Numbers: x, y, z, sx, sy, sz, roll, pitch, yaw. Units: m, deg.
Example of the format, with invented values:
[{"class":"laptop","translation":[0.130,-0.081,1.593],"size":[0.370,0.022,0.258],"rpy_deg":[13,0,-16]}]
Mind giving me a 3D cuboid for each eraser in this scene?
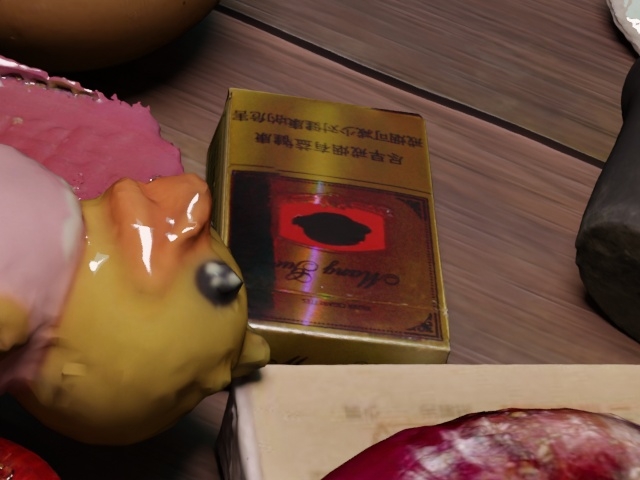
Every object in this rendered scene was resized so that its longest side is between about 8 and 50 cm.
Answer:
[{"class":"eraser","translation":[0.116,0.148,0.904],"size":[0.343,0.078,0.144],"rpy_deg":[2,45,-15]}]

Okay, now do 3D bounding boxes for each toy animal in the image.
[{"class":"toy animal","translation":[-0.154,0.030,0.806],"size":[0.281,0.169,0.195],"rpy_deg":[9,31,-21]}]

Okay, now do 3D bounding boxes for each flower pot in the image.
[{"class":"flower pot","translation":[0.272,-0.006,1.033],"size":[0.235,0.235,0.148],"rpy_deg":[34,67,19]}]

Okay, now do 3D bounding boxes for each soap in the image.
[{"class":"soap","translation":[-0.213,-0.025,0.970],"size":[0.289,0.112,0.182],"rpy_deg":[18,46,1]}]

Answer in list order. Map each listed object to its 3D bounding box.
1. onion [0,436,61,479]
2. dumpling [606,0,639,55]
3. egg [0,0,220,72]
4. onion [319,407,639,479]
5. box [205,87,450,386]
[{"class":"onion","translation":[-0.186,0.163,0.778],"size":[0.131,0.131,0.131],"rpy_deg":[8,44,-8]},{"class":"dumpling","translation":[0.372,-0.197,1.303],"size":[0.247,0.142,0.172],"rpy_deg":[5,74,9]},{"class":"egg","translation":[-0.218,-0.280,1.091],"size":[0.374,0.301,0.301],"rpy_deg":[25,43,28]},{"class":"onion","translation":[0.053,0.230,0.672],"size":[0.260,0.282,0.337],"rpy_deg":[11,57,-1]},{"class":"box","translation":[0.000,0.000,1.031],"size":[0.159,0.071,0.240],"rpy_deg":[9,43,-9]}]
